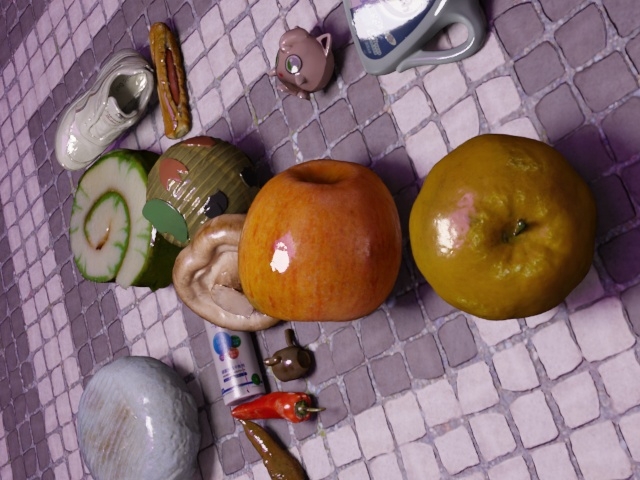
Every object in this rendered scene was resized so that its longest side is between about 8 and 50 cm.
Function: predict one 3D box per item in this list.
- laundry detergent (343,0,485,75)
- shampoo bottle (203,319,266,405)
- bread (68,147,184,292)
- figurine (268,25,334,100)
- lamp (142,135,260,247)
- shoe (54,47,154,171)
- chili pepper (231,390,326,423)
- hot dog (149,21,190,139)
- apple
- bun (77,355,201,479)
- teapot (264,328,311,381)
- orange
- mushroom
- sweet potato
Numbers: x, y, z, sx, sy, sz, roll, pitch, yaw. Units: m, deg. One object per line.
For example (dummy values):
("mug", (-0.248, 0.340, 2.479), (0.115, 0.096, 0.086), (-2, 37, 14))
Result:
("laundry detergent", (0.187, -0.406, 1.453), (0.280, 0.105, 0.215), (-9, 102, 29))
("shampoo bottle", (-0.197, 0.196, 1.822), (0.092, 0.092, 0.303), (-32, 66, 39))
("bread", (-0.460, -0.035, 2.069), (0.366, 0.129, 0.382), (-45, 59, 30))
("figurine", (-0.034, -0.348, 1.665), (0.125, 0.125, 0.138), (29, 110, 42))
("lamp", (-0.228, -0.078, 1.780), (0.284, 0.250, 0.250), (41, 122, -1))
("shoe", (-0.515, -0.307, 2.043), (0.342, 0.132, 0.210), (-55, 29, -1))
("chili pepper", (-0.086, 0.337, 1.719), (0.272, 0.071, 0.063), (-13, 75, 46))
("hot dog", (-0.359, -0.381, 2.030), (0.083, 0.068, 0.289), (149, 111, -65))
("apple", (0.000, 0.000, 1.493), (0.299, 0.299, 0.275), (15, 106, 44))
("bun", (-0.398, 0.436, 1.926), (0.362, 0.211, 0.362), (-7, 80, 44))
("teapot", (-0.065, 0.224, 1.704), (0.080, 0.085, 0.110), (-24, 52, 40))
("orange", (0.267, -0.018, 1.262), (0.279, 0.235, 0.279), (0, 94, 2))
("mushroom", (-0.166, 0.067, 1.699), (0.278, 0.278, 0.146), (-45, 21, 34))
("sweet potato", (-0.079, 0.458, 1.709), (0.274, 0.067, 0.067), (46, 119, 27))
